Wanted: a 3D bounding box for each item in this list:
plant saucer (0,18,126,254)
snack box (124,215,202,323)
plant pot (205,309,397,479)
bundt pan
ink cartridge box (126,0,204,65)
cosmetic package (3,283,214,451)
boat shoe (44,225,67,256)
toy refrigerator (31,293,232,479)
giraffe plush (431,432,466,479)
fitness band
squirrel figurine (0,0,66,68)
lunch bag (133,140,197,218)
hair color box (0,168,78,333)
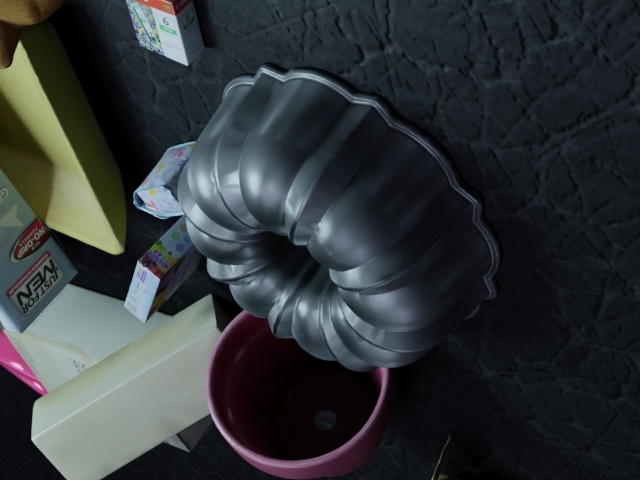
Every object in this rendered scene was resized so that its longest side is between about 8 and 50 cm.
[{"bbox_3d":[-0.370,-0.163,1.476,0.332,0.081,0.333,20,147,31],"label":"plant saucer"},{"bbox_3d":[-0.174,0.028,1.495,0.037,0.100,0.141,39,153,4],"label":"snack box"},{"bbox_3d":[-0.006,0.177,1.436,0.201,0.201,0.180,26,165,23],"label":"plant pot"},{"bbox_3d":[0.000,0.000,1.225,0.330,0.124,0.331,28,149,19],"label":"bundt pan"},{"bbox_3d":[-0.147,-0.218,1.183,0.062,0.029,0.115,25,149,26],"label":"ink cartridge box"},{"bbox_3d":[-0.285,0.170,1.822,0.309,0.113,0.160,13,142,42],"label":"cosmetic package"},{"bbox_3d":[-0.396,0.017,1.793,0.183,0.066,0.066,24,155,45],"label":"boat shoe"},{"bbox_3d":[-0.217,0.187,1.611,0.102,0.269,0.094,55,-172,-27],"label":"toy refrigerator"},{"bbox_3d":[0.193,0.347,1.492,0.170,0.181,0.210,21,114,12],"label":"giraffe plush"},{"bbox_3d":[-0.455,0.213,2.084,0.209,0.054,0.291,36,166,-10],"label":"fitness band"},{"bbox_3d":[-0.361,-0.318,1.121,0.370,0.281,0.397,32,167,-7],"label":"squirrel figurine"},{"bbox_3d":[-0.154,-0.062,1.373,0.083,0.071,0.053,-5,133,50],"label":"lunch bag"},{"bbox_3d":[-0.471,-0.066,1.533,0.185,0.114,0.374,7,139,45],"label":"hair color box"}]
